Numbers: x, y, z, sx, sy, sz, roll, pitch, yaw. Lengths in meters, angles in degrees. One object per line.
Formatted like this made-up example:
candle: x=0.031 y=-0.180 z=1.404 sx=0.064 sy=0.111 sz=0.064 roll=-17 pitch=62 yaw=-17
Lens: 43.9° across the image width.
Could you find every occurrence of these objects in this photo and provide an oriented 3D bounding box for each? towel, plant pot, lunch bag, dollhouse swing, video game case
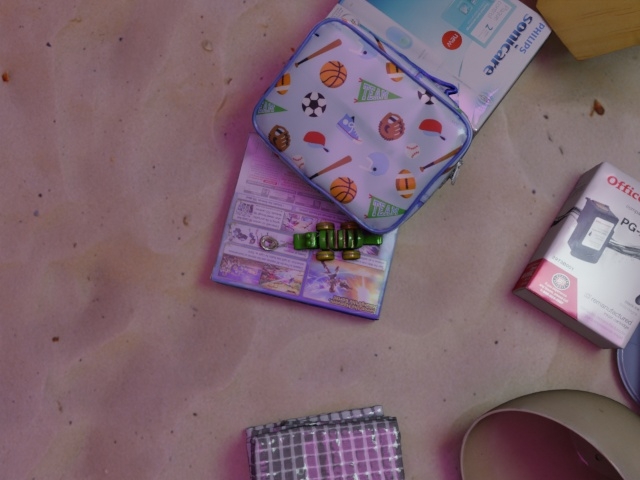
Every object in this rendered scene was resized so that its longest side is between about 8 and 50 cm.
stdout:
towel: x=0.015 y=0.397 z=1.167 sx=0.235 sy=0.121 sz=0.283 roll=-7 pitch=81 yaw=-1
plant pot: x=0.368 y=0.324 z=1.124 sx=0.191 sy=0.284 sz=0.284 roll=-25 pitch=80 yaw=-40
lunch bag: x=0.071 y=-0.169 z=1.170 sx=0.303 sy=0.115 sz=0.243 roll=41 pitch=100 yaw=5
dollhouse swing: x=0.497 y=-0.482 z=1.168 sx=0.347 sy=0.315 sz=0.304 roll=-30 pitch=103 yaw=-25
video game case: x=-0.012 y=-0.021 z=1.260 sx=0.270 sy=0.061 sz=0.244 roll=13 pitch=81 yaw=3

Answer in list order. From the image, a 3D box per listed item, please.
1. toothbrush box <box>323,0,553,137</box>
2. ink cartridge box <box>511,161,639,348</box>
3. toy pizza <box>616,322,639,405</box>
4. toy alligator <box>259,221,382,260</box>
toothbrush box: x=0.181 y=-0.322 z=1.272 sx=0.296 sy=0.126 sz=0.216 roll=38 pitch=84 yaw=5
ink cartridge box: x=0.438 y=0.023 z=1.228 sx=0.172 sy=0.100 sz=0.237 roll=33 pitch=83 yaw=5
toy pizza: x=0.560 y=0.184 z=1.237 sx=0.201 sy=0.032 sz=0.201 roll=0 pitch=80 yaw=0
toy alligator: x=0.000 y=0.000 z=1.199 sx=0.190 sy=0.051 sz=0.056 roll=-1 pitch=81 yaw=1
